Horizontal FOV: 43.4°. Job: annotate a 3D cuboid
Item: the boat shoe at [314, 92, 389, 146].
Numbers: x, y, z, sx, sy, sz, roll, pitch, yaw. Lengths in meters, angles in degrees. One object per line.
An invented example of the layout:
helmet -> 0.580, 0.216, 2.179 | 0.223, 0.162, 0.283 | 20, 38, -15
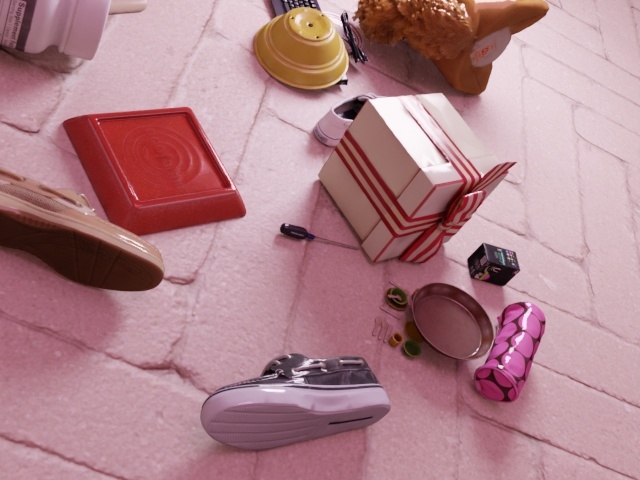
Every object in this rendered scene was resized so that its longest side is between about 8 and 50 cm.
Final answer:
boat shoe -> 0.098, -0.272, 1.734 | 0.095, 0.084, 0.258 | 48, 45, 10

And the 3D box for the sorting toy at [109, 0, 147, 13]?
sorting toy -> -0.465, -0.542, 1.625 | 0.348, 0.047, 0.196 | -20, 67, -42

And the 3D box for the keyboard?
keyboard -> 0.004, -0.485, 1.869 | 0.201, 0.033, 0.317 | -4, 60, -27

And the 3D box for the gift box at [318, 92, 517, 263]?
gift box -> 0.200, -0.124, 1.559 | 0.276, 0.255, 0.258 | -15, 62, -36

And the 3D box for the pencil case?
pencil case -> 0.349, 0.207, 1.498 | 0.209, 0.098, 0.095 | -49, 132, -47

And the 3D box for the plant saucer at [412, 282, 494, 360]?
plant saucer -> 0.238, 0.153, 1.474 | 0.168, 0.029, 0.168 | 14, 47, -15

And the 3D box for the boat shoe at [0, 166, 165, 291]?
boat shoe -> -0.385, -0.030, 1.198 | 0.341, 0.121, 0.110 | 24, 46, -12

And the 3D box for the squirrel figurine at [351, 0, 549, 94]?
squirrel figurine -> 0.277, -0.586, 1.984 | 0.397, 0.281, 0.370 | -7, 52, -41

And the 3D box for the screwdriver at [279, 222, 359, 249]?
screwdriver -> 0.000, 0.000, 1.498 | 0.170, 0.024, 0.025 | 20, 75, -26

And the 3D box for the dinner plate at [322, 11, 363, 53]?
dinner plate -> 0.038, -0.495, 1.931 | 0.141, 0.017, 0.141 | 18, 46, -20

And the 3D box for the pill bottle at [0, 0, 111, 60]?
pill bottle -> -0.552, -0.442, 1.374 | 0.361, 0.204, 0.204 | 13, 49, -24

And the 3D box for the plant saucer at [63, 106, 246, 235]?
plant saucer -> -0.280, -0.138, 1.410 | 0.259, 0.048, 0.258 | -12, 62, -40

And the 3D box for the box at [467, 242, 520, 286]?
box -> 0.355, 0.050, 1.648 | 0.083, 0.062, 0.052 | 15, 47, -22

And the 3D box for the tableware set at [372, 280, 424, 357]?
tableware set -> 0.157, 0.141, 1.475 | 0.104, 0.024, 0.154 | 32, 43, -6

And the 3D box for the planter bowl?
planter bowl -> -0.031, -0.441, 1.755 | 0.217, 0.090, 0.217 | 8, 56, -12

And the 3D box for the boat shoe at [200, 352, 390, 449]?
boat shoe -> -0.045, 0.233, 1.220 | 0.335, 0.121, 0.119 | 8, 42, -41
